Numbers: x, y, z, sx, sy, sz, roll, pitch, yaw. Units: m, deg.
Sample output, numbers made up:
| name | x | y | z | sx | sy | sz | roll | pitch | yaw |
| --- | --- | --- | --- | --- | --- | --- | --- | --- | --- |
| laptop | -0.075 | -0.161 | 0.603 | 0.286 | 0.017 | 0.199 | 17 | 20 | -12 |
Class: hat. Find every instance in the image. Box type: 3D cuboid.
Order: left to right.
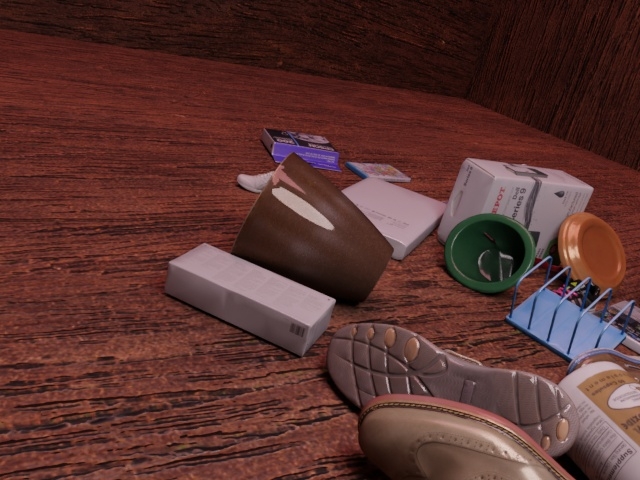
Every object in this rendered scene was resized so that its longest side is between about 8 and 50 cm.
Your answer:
| name | x | y | z | sx | sy | sz | roll | pitch | yaw |
| --- | --- | --- | --- | --- | --- | --- | --- | --- | --- |
| hat | 0.384 | 0.059 | 1.248 | 0.208 | 0.173 | 0.183 | 24 | -11 | 32 |

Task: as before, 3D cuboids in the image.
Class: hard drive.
| name | x | y | z | sx | sy | sz | roll | pitch | yaw |
| --- | --- | --- | --- | --- | --- | --- | --- | --- | --- |
| hard drive | 0.148 | -0.065 | 1.382 | 0.233 | 0.047 | 0.353 | 23 | 26 | 19 |

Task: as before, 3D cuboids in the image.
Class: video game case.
| name | x | y | z | sx | sy | sz | roll | pitch | yaw |
| --- | --- | --- | --- | --- | --- | --- | --- | --- | --- |
| video game case | 0.172 | -0.205 | 1.746 | 0.166 | 0.015 | 0.119 | -1 | 29 | -32 |
| video game case | 0.646 | 0.188 | 1.145 | 0.173 | 0.022 | 0.190 | -7 | 32 | -41 |

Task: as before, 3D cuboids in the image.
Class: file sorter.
| name | x | y | z | sx | sy | sz | roll | pitch | yaw |
| --- | --- | --- | --- | --- | --- | --- | --- | --- | --- |
| file sorter | 0.436 | 0.121 | 1.021 | 0.118 | 0.104 | 0.170 | -30 | 45 | -28 |

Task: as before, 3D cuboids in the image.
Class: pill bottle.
| name | x | y | z | sx | sy | sz | roll | pitch | yaw |
| --- | --- | --- | --- | --- | --- | --- | --- | --- | --- |
| pill bottle | 0.387 | 0.262 | 0.690 | 0.131 | 0.131 | 0.229 | 4 | 26 | -24 |

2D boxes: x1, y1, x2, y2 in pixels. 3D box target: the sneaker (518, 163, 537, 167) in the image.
| name | x | y | z | sx | sy | sz | roll | pitch | yaw |
| --- | --- | --- | --- | --- | --- | --- | --- | --- | --- |
| sneaker | 0.614 | -0.135 | 1.676 | 0.268 | 0.153 | 0.101 | -4 | 30 | -36 |

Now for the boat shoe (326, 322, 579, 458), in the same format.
| name | x | y | z | sx | sy | sz | roll | pitch | yaw |
| --- | --- | --- | --- | --- | --- | --- | --- | --- | --- |
| boat shoe | 0.157 | 0.197 | 0.751 | 0.324 | 0.123 | 0.116 | 18 | -11 | 28 |

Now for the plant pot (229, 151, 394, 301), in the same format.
| name | x | y | z | sx | sy | sz | roll | pitch | yaw |
| --- | --- | --- | --- | --- | --- | --- | --- | --- | --- |
| plant pot | 0.000 | 0.000 | 0.990 | 0.230 | 0.215 | 0.215 | 30 | 25 | 1 |

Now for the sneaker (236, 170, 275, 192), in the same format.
| name | x | y | z | sx | sy | sz | roll | pitch | yaw |
| --- | --- | --- | --- | --- | --- | --- | --- | --- | --- |
| sneaker | -0.121 | -0.139 | 1.374 | 0.152 | 0.061 | 0.054 | 15 | 25 | 3 |

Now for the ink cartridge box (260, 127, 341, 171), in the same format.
| name | x | y | z | sx | sy | sz | roll | pitch | yaw |
| --- | --- | --- | --- | --- | --- | --- | --- | --- | --- |
| ink cartridge box | -0.056 | -0.271 | 1.725 | 0.206 | 0.045 | 0.208 | 5 | 27 | -22 |

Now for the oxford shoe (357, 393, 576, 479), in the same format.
| name | x | y | z | sx | sy | sz | roll | pitch | yaw |
| --- | --- | --- | --- | --- | --- | --- | --- | --- | --- |
| oxford shoe | 0.180 | 0.269 | 0.571 | 0.348 | 0.123 | 0.130 | 23 | 30 | 20 |

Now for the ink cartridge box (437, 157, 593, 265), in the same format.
| name | x | y | z | sx | sy | sz | roll | pitch | yaw |
| --- | --- | --- | --- | --- | --- | --- | --- | --- | --- |
| ink cartridge box | 0.443 | -0.059 | 1.340 | 0.289 | 0.211 | 0.121 | 3 | 27 | -24 |

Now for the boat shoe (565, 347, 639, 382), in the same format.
| name | x | y | z | sx | sy | sz | roll | pitch | yaw |
| --- | --- | --- | --- | --- | --- | --- | --- | --- | --- |
| boat shoe | 0.478 | 0.216 | 0.926 | 0.183 | 0.066 | 0.066 | 6 | 26 | -20 |

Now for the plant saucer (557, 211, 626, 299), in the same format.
| name | x | y | z | sx | sy | sz | roll | pitch | yaw |
| --- | --- | --- | --- | --- | --- | --- | --- | --- | --- |
| plant saucer | 0.607 | 0.030 | 1.287 | 0.200 | 0.200 | 0.037 | 1 | -15 | -29 |

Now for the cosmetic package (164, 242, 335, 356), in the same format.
| name | x | y | z | sx | sy | sz | roll | pitch | yaw |
| --- | --- | --- | --- | --- | --- | --- | --- | --- | --- |
| cosmetic package | -0.107 | 0.085 | 0.882 | 0.239 | 0.060 | 0.099 | 22 | 27 | 16 |

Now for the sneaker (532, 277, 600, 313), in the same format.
| name | x | y | z | sx | sy | sz | roll | pitch | yaw |
| --- | --- | --- | --- | --- | --- | --- | --- | --- | --- |
| sneaker | 0.489 | 0.109 | 1.158 | 0.170 | 0.075 | 0.063 | 3 | 26 | -24 |

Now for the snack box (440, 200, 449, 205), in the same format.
| name | x | y | z | sx | sy | sz | roll | pitch | yaw |
| --- | --- | --- | --- | --- | --- | --- | --- | --- | --- |
| snack box | 0.361 | -0.086 | 1.584 | 0.178 | 0.022 | 0.064 | -9 | 34 | -43 |
